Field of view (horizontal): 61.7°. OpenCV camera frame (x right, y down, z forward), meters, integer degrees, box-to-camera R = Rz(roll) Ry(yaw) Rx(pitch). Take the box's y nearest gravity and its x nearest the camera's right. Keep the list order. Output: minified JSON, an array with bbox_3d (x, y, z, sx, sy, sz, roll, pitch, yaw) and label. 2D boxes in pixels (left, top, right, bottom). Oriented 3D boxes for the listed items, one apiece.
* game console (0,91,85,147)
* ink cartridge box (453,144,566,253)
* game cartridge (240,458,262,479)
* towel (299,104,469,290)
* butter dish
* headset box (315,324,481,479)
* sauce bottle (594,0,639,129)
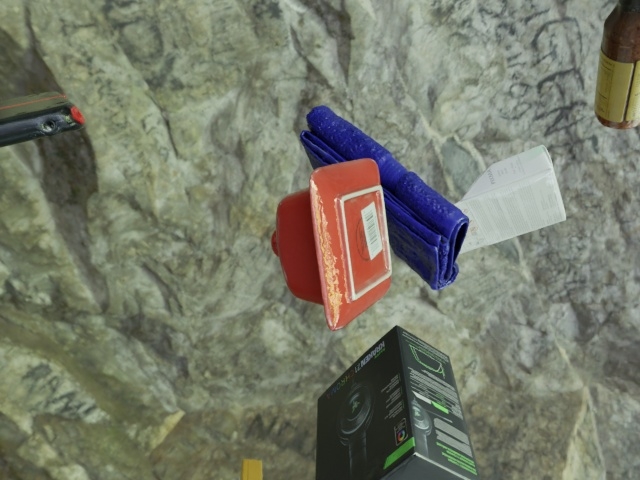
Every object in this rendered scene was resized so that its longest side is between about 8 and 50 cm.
[{"bbox_3d":[-0.518,-0.123,0.701,0.342,0.386,0.060,33,-42,57],"label":"game console"},{"bbox_3d":[0.298,-0.057,0.934,0.224,0.056,0.181,-19,-34,22],"label":"ink cartridge box"},{"bbox_3d":[-0.138,0.595,0.909,0.052,0.285,0.324,5,-82,-7],"label":"game cartridge"},{"bbox_3d":[0.091,-0.057,0.850,0.308,0.076,0.228,44,-13,26],"label":"towel"},{"bbox_3d":[0.000,0.000,0.580,0.118,0.160,0.160,-3,-80,31],"label":"butter dish"},{"bbox_3d":[0.109,0.332,0.879,0.131,0.283,0.246,31,-62,-17],"label":"headset box"},{"bbox_3d":[0.218,-0.135,0.373,0.042,0.042,0.128,11,-30,25],"label":"sauce bottle"}]
